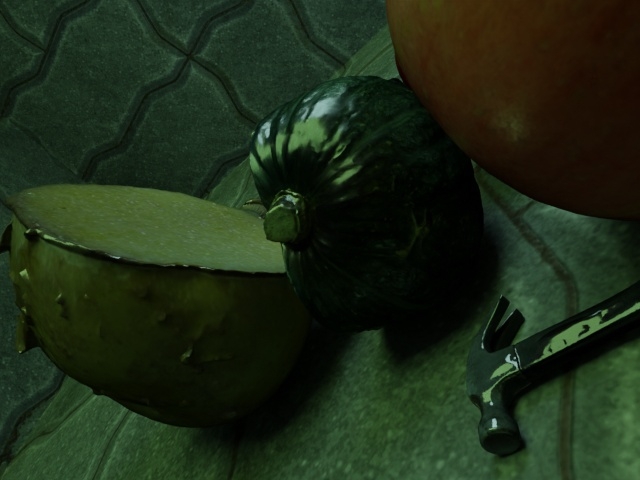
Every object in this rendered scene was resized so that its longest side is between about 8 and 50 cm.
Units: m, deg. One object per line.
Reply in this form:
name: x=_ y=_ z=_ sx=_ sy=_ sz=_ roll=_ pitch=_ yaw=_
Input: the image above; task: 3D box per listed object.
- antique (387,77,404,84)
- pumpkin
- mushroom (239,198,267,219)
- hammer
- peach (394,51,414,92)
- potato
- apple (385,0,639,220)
antique: x=0.052 y=-0.108 z=0.932 sx=0.255 sy=0.185 sz=0.322 roll=-25 pitch=33 yaw=46
pumpkin: x=0.071 y=-0.055 z=0.633 sx=0.197 sy=0.292 sz=0.263 roll=-25 pitch=-2 yaw=26
mushroom: x=-0.178 y=-0.002 z=1.330 sx=0.159 sy=0.122 sz=0.328 roll=-35 pitch=20 yaw=9
hammer: x=0.237 y=0.049 z=0.428 sx=0.290 sy=0.037 sz=0.137 roll=-39 pitch=22 yaw=27
peach: x=0.260 y=-0.290 z=0.710 sx=0.338 sy=0.281 sz=0.281 roll=-40 pitch=19 yaw=34
potato: x=-0.234 y=0.113 z=0.807 sx=0.443 sy=0.386 sz=0.319 roll=18 pitch=106 yaw=33
apple: x=0.237 y=-0.203 z=0.402 sx=0.364 sy=0.364 sz=0.364 roll=-41 pitch=19 yaw=18
